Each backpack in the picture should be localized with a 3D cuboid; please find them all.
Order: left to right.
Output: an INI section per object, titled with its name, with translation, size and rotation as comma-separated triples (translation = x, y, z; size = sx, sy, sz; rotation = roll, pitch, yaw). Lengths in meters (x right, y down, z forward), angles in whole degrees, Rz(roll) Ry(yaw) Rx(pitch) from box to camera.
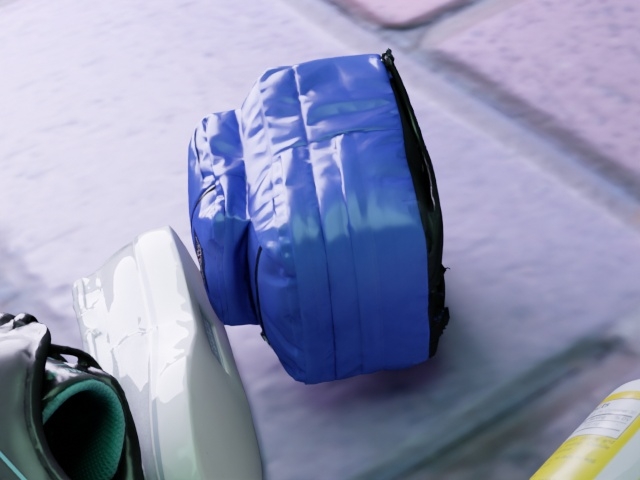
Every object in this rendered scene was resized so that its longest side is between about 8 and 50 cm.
[backpack]
translation = 0.000, 0.000, 0.663
size = 0.101, 0.098, 0.120
rotation = -14, 45, -3

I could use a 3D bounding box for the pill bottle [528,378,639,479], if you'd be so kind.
[pill bottle]
translation = 0.106, 0.086, 0.537
size = 0.065, 0.065, 0.116
rotation = 21, 49, 38

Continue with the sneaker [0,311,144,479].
[sneaker]
translation = -0.121, 0.069, 0.589
size = 0.106, 0.101, 0.267
rotation = -48, 47, 6

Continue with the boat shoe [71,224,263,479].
[boat shoe]
translation = -0.069, 0.059, 0.637
size = 0.063, 0.066, 0.184
rotation = -27, 38, 5
